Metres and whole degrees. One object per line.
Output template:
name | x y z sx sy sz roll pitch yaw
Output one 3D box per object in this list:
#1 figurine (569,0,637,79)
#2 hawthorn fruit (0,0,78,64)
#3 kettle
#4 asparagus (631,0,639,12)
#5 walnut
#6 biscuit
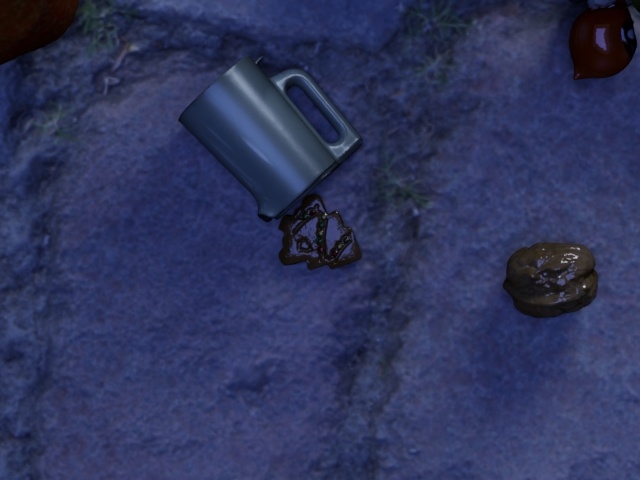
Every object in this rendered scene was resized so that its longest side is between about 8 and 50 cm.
figurine | 0.282 -0.226 1.593 0.075 0.068 0.140 11 94 2
hawthorn fruit | -0.369 -0.262 1.596 0.253 0.205 0.205 -20 93 11
kettle | -0.054 -0.108 1.635 0.148 0.127 0.098 47 130 -2
asparagus | 0.334 -0.250 1.533 0.343 0.082 0.085 40 83 -21
walnut | 0.231 0.040 1.618 0.096 0.082 0.079 -8 124 14
biscuit | 0.000 0.000 1.669 0.092 0.016 0.082 28 97 4
